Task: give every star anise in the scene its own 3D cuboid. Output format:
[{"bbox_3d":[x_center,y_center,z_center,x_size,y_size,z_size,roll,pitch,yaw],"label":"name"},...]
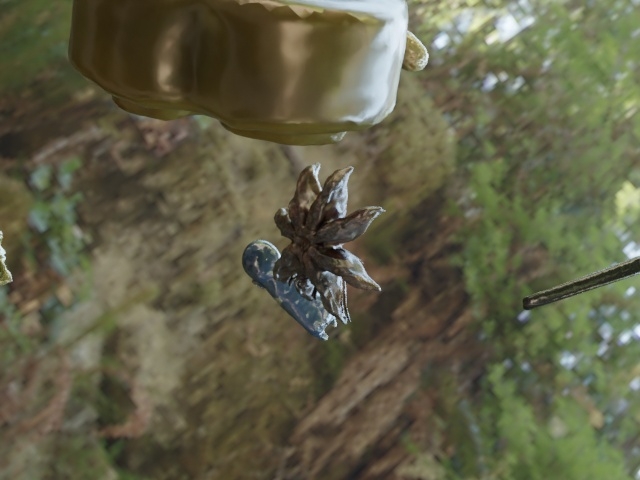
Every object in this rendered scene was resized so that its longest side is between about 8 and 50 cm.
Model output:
[{"bbox_3d":[-0.001,-0.002,1.434,0.141,0.042,0.141,-1,-91,49],"label":"star anise"}]

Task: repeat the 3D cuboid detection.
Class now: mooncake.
[{"bbox_3d":[-0.051,-0.145,1.213,0.235,0.235,0.117,20,-69,33],"label":"mooncake"}]

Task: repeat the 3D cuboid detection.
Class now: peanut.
[{"bbox_3d":[0.069,-0.194,1.638,0.083,0.037,0.037,48,-39,-18],"label":"peanut"}]

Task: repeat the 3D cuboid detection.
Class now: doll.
[{"bbox_3d":[-0.027,0.045,1.551,0.125,0.037,0.027,47,-24,-28],"label":"doll"}]

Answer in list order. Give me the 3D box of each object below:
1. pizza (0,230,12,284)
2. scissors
[{"bbox_3d":[-0.355,0.074,1.421,0.075,0.288,0.280,-5,-70,33],"label":"pizza"},{"bbox_3d":[0.258,0.019,1.370,0.088,0.220,0.017,164,-91,-73],"label":"scissors"}]
